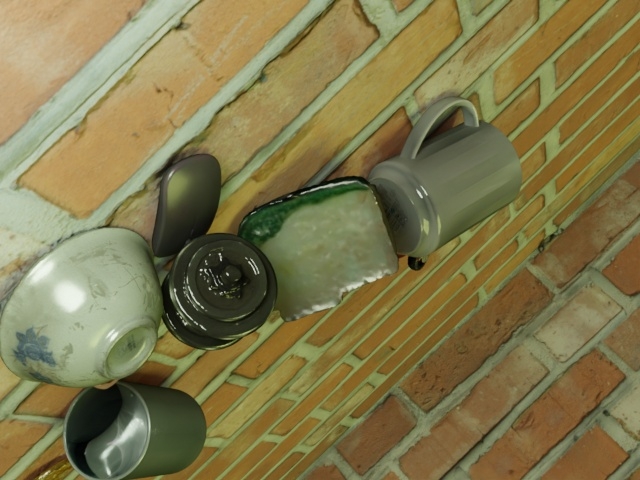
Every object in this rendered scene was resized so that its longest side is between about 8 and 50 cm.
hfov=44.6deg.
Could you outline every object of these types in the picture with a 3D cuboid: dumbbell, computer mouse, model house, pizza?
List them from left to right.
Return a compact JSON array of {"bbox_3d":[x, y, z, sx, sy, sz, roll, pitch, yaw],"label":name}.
[{"bbox_3d":[-0.616,0.540,1.775,0.123,0.026,0.109,-31,156,-32],"label":"pizza"},{"bbox_3d":[-0.234,-0.053,1.357,0.120,0.057,0.232,-24,149,-37],"label":"computer mouse"},{"bbox_3d":[-0.188,0.096,1.407,0.192,0.192,0.290,-32,175,-25],"label":"dumbbell"},{"bbox_3d":[0.002,0.002,1.654,0.298,0.243,0.284,-20,-175,8],"label":"model house"}]

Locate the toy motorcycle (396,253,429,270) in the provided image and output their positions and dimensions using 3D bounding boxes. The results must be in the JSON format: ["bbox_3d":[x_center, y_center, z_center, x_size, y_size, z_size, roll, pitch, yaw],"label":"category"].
[{"bbox_3d":[0.293,-0.065,2.058,0.298,0.089,0.171,-62,153,-6],"label":"toy motorcycle"}]

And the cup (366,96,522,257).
[{"bbox_3d":[0.273,-0.156,1.810,0.326,0.236,0.323,-27,121,-30],"label":"cup"}]

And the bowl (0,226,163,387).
[{"bbox_3d":[-0.361,0.147,1.308,0.313,0.146,0.313,-37,147,-29],"label":"bowl"}]

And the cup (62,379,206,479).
[{"bbox_3d":[-0.390,0.420,1.712,0.205,0.205,0.312,-45,157,3],"label":"cup"}]

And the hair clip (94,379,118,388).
[{"bbox_3d":[-0.447,0.213,1.496,0.123,0.102,0.138,-45,124,-1],"label":"hair clip"}]
